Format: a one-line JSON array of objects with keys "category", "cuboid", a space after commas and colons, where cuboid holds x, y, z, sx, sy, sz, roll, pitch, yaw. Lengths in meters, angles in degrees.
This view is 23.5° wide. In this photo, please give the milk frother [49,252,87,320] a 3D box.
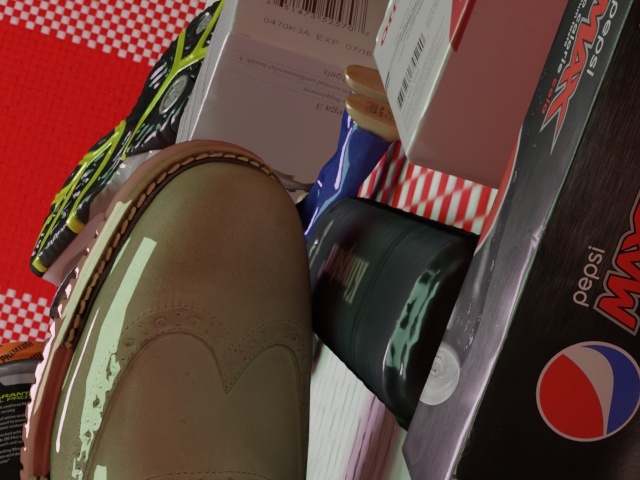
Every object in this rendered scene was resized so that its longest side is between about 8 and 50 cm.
[{"category": "milk frother", "cuboid": [-0.112, 0.075, 1.116, 0.129, 0.134, 0.143, -39, -17, -46]}]

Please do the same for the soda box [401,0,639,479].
[{"category": "soda box", "cuboid": [0.076, 0.003, 0.416, 0.060, 0.053, 0.169, -105, 33, -72]}]

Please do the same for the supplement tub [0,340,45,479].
[{"category": "supplement tub", "cuboid": [-0.230, 0.230, 1.227, 0.316, 0.193, 0.194, -109, 35, -56]}]

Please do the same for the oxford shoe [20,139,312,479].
[{"category": "oxford shoe", "cuboid": [-0.045, 0.156, 0.664, 0.146, 0.140, 0.397, 10, 95, 55]}]

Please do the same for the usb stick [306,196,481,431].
[{"category": "usb stick", "cuboid": [0.029, 0.024, 0.672, 0.278, 0.045, 0.077, -148, 74, -80]}]

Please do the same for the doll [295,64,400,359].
[{"category": "doll", "cuboid": [0.000, 0.000, 0.872, 0.129, 0.046, 0.189, -88, 17, -58]}]

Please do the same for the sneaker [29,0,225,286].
[{"category": "sneaker", "cuboid": [-0.098, -0.072, 1.322, 0.384, 0.147, 0.145, -42, 26, 38]}]

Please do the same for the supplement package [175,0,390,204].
[{"category": "supplement package", "cuboid": [-0.028, -0.089, 0.998, 0.179, 0.105, 0.105, 116, 166, -46]}]

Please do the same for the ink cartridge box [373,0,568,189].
[{"category": "ink cartridge box", "cuboid": [0.067, -0.089, 0.604, 0.135, 0.056, 0.099, -98, 26, -66]}]
